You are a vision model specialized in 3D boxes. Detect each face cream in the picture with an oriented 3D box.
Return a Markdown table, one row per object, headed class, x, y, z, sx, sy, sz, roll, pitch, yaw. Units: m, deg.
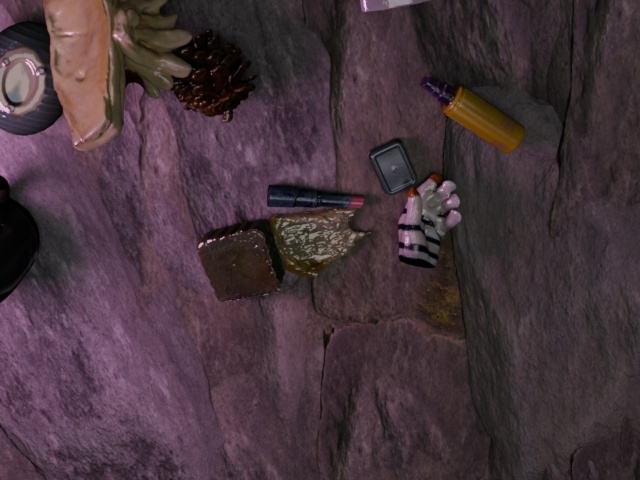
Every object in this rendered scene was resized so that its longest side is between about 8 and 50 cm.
| class | x | y | z | sx | sy | sz | roll | pitch | yaw |
| --- | --- | --- | --- | --- | --- | --- | --- | --- | --- |
| face cream | 0.350 | -0.302 | 1.882 | 0.273 | 0.078 | 0.078 | 29 | 106 | -17 |

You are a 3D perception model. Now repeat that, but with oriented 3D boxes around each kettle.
| class | x | y | z | sx | sy | sz | roll | pitch | yaw |
| --- | --- | --- | --- | --- | --- | --- | --- | --- | --- |
| kettle | -0.746 | 0.015 | 1.752 | 0.228 | 0.324 | 0.320 | 20 | 109 | -14 |

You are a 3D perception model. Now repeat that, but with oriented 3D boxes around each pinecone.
| class | x | y | z | sx | sy | sz | roll | pitch | yaw |
| --- | --- | --- | --- | --- | --- | --- | --- | --- | --- |
| pinecone | -0.247 | -0.360 | 1.739 | 0.212 | 0.168 | 0.186 | 41 | 144 | -14 |

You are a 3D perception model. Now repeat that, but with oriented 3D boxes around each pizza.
| class | x | y | z | sx | sy | sz | roll | pitch | yaw |
| --- | --- | --- | --- | --- | --- | --- | --- | --- | --- |
| pizza | 0.000 | 0.000 | 1.989 | 0.262 | 0.034 | 0.181 | -13 | 112 | -1 |

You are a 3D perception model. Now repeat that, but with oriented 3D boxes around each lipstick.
| class | x | y | z | sx | sy | sz | roll | pitch | yaw |
| --- | --- | --- | --- | --- | --- | --- | --- | --- | --- |
| lipstick | -0.010 | -0.103 | 1.942 | 0.234 | 0.053 | 0.053 | 2 | 112 | -11 |

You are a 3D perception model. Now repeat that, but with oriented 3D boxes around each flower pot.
| class | x | y | z | sx | sy | sz | roll | pitch | yaw |
| --- | --- | --- | --- | --- | --- | --- | --- | --- | --- |
| flower pot | -0.622 | -0.341 | 1.714 | 0.189 | 0.157 | 0.243 | 17 | 103 | -11 |

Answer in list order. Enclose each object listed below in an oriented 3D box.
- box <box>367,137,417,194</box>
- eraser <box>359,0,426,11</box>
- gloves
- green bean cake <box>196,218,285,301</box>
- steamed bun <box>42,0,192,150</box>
| class | x | y | z | sx | sy | sz | roll | pitch | yaw |
| --- | --- | --- | --- | --- | --- | --- | --- | --- | --- |
| box | 0.175 | -0.175 | 1.939 | 0.091 | 0.031 | 0.126 | -24 | 111 | 3 |
| eraser | 0.152 | -0.638 | 1.717 | 0.174 | 0.095 | 0.270 | -10 | 112 | 1 |
| gloves | 0.257 | -0.051 | 1.964 | 0.140 | 0.131 | 0.218 | 14 | 79 | -10 |
| green bean cake | -0.186 | 0.044 | 1.939 | 0.173 | 0.094 | 0.181 | -13 | 114 | 12 |
| steamed bun | -0.409 | -0.410 | 1.639 | 0.247 | 0.189 | 0.427 | -20 | 79 | 32 |
